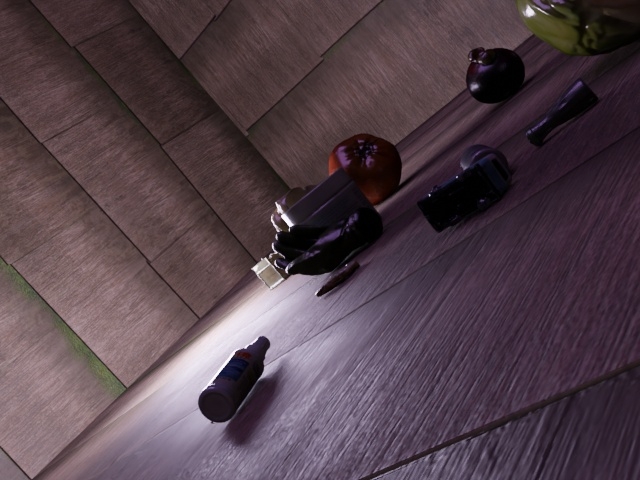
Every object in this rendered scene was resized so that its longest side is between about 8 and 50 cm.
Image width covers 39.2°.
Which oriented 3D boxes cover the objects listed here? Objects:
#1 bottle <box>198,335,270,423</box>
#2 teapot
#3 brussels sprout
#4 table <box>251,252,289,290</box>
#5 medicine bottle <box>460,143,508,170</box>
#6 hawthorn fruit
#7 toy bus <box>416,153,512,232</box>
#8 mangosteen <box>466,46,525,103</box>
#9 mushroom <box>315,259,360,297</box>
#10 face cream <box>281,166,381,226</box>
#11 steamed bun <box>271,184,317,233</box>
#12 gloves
[{"bbox_3d":[-0.119,0.200,1.356,0.060,0.060,0.217,-39,3,23],"label":"bottle"},{"bbox_3d":[0.341,-0.181,1.289,0.110,0.043,0.043,-42,4,19],"label":"teapot"},{"bbox_3d":[0.463,-0.455,1.474,0.344,0.268,0.344,-34,9,7],"label":"brussels sprout"},{"bbox_3d":[-0.129,0.077,2.480,0.079,0.083,0.062,-38,6,42],"label":"table"},{"bbox_3d":[0.245,-0.118,1.374,0.057,0.057,0.199,-40,4,7],"label":"medicine bottle"},{"bbox_3d":[0.114,-0.163,2.333,0.196,0.196,0.225,-43,-25,-28],"label":"hawthorn fruit"},{"bbox_3d":[0.200,-0.067,1.241,0.123,0.060,0.075,-33,4,47],"label":"toy bus"},{"bbox_3d":[0.421,-0.411,2.202,0.152,0.152,0.152,-41,4,4],"label":"mangosteen"},{"bbox_3d":[0.028,0.070,1.618,0.101,0.019,0.049,-39,4,17],"label":"mushroom"},{"bbox_3d":[0.026,-0.051,1.998,0.177,0.153,0.177,-39,5,4],"label":"face cream"},{"bbox_3d":[-0.028,-0.041,2.197,0.192,0.177,0.106,-39,-2,-46],"label":"steamed bun"},{"bbox_3d":[0.010,0.009,1.840,0.268,0.107,0.135,-16,27,37],"label":"gloves"}]
